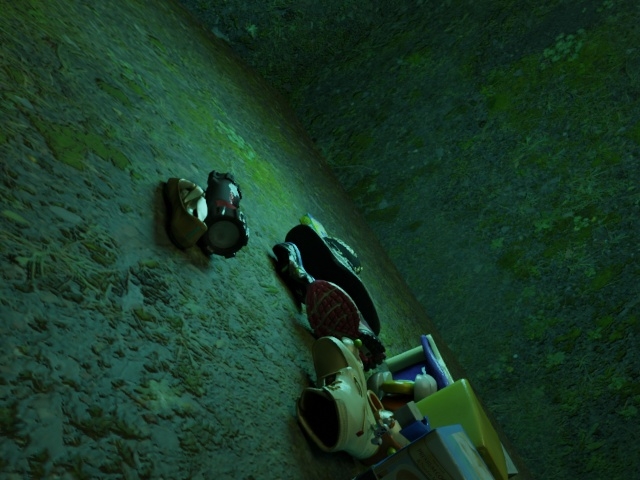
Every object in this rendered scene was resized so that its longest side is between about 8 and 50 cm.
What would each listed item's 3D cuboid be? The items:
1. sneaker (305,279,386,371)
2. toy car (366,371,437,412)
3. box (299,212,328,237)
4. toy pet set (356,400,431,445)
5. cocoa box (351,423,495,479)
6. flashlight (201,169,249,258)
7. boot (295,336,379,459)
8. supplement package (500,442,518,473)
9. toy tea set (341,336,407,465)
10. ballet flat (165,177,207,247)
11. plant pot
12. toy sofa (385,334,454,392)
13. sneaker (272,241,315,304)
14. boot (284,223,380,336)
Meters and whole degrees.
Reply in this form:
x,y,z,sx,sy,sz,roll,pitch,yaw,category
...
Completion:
x,y,z,sx,sy,sz,roll,pitch,yaw,category
0.047,0.207,1.651,0.299,0.120,0.112,55,-1,-33,sneaker
0.206,0.405,1.685,0.182,0.159,0.137,26,65,-67,toy car
0.000,0.000,2.228,0.105,0.043,0.179,38,21,-54,box
0.144,0.350,1.226,0.065,0.114,0.122,60,19,18,toy pet set
0.218,0.516,1.115,0.347,0.227,0.231,59,12,22,cocoa box
-0.206,-0.062,1.442,0.103,0.103,0.304,10,19,-10,flashlight
0.016,0.291,1.290,0.203,0.095,0.262,37,30,-58,boot
0.474,0.660,1.970,0.134,0.139,0.244,62,13,28,supplement package
0.114,0.345,1.458,0.200,0.124,0.336,36,22,-58,toy tea set
-0.254,-0.069,1.305,0.080,0.073,0.232,44,15,-36,ballet flat
0.305,0.486,1.508,0.212,0.212,0.187,59,5,-21,plant pot
0.298,0.439,1.788,0.363,0.150,0.177,-111,177,-51,toy sofa
-0.071,0.085,1.672,0.078,0.067,0.188,5,49,-47,sneaker
0.064,0.121,1.916,0.377,0.138,0.284,51,10,12,boot
